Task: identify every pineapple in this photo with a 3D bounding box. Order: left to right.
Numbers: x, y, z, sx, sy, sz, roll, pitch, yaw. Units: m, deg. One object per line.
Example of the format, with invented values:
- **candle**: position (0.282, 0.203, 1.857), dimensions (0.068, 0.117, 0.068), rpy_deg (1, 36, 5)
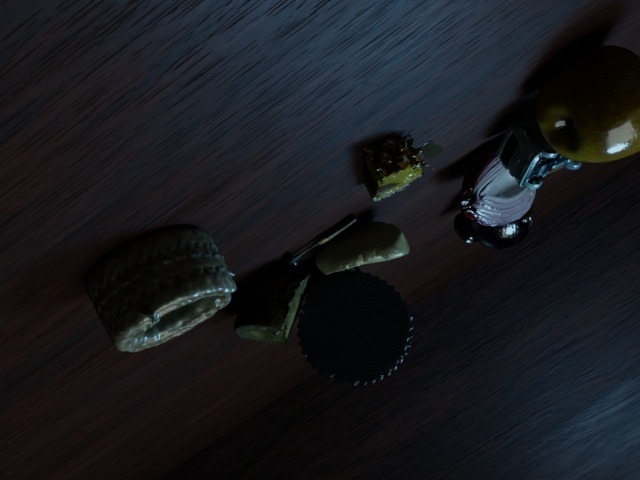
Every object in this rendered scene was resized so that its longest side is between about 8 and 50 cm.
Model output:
- **pineapple**: position (0.157, -0.155, 1.566), dimensions (0.135, 0.079, 0.233), rpy_deg (-23, 170, -1)

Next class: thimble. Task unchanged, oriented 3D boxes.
- **thimble**: position (-0.277, 0.088, 1.326), dimensions (0.229, 0.148, 0.196), rpy_deg (-16, 158, -40)

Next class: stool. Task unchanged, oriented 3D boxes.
- **stool**: position (0.084, 0.217, 2.080), dimensions (0.297, 0.297, 0.330), rpy_deg (-33, -178, 0)

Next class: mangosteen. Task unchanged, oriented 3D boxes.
- **mangosteen**: position (0.521, -0.078, 2.281), dimensions (0.243, 0.243, 0.243), rpy_deg (-30, 164, -9)

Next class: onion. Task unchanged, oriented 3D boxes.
- **onion**: position (0.440, -0.147, 1.994), dimensions (0.284, 0.120, 0.227), rpy_deg (-19, 119, -31)

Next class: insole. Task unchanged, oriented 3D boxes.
- **insole**: position (0.251, -0.204, 1.723), dimensions (0.045, 0.002, 0.135), rpy_deg (-37, 164, 13)

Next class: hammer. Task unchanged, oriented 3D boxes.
- **hammer**: position (0.000, 0.000, 1.822), dimensions (0.201, 0.021, 0.078), rpy_deg (-34, 164, 6)

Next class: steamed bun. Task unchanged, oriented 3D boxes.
- **steamed bun**: position (0.124, 0.008, 1.917), dimensions (0.213, 0.110, 0.231), rpy_deg (-15, 179, 32)

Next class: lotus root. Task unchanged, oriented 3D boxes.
- **lotus root**: position (-0.123, 0.164, 1.907), dimensions (0.314, 0.142, 0.210), rpy_deg (106, 7, -61)

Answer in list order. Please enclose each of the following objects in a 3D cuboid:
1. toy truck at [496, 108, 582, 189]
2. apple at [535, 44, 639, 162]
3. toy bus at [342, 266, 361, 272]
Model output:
- **toy truck**: position (0.577, -0.259, 1.885), dimensions (0.305, 0.162, 0.136), rpy_deg (-24, 150, -26)
- **apple**: position (0.608, -0.290, 1.678), dimensions (0.264, 0.264, 0.264), rpy_deg (-30, 164, -9)
- **toy bus**: position (0.087, 0.153, 2.341), dimensions (0.101, 0.088, 0.175), rpy_deg (-26, 161, -17)
